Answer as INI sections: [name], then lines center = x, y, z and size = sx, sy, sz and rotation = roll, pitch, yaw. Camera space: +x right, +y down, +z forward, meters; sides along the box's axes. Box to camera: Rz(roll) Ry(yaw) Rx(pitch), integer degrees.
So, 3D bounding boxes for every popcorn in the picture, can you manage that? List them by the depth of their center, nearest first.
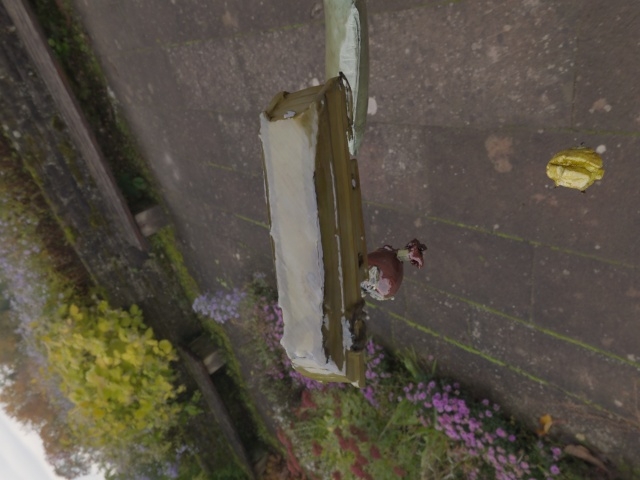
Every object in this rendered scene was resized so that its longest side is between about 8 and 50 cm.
[popcorn]
center = 0.777, -0.221, 1.309
size = 0.148, 0.167, 0.152
rotation = -3, 106, 11

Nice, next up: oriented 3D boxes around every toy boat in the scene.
[toy boat]
center = 0.000, 0.000, 0.614
size = 0.135, 0.162, 0.446
rotation = -4, 93, 29

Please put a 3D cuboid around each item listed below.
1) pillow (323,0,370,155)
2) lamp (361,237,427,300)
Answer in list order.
[pillow]
center = 0.045, -0.314, 0.763
size = 0.302, 0.074, 0.185
rotation = 85, 175, -55
[lamp]
center = 0.199, 0.086, 1.321
size = 0.151, 0.223, 0.215
rotation = 30, 166, -24
